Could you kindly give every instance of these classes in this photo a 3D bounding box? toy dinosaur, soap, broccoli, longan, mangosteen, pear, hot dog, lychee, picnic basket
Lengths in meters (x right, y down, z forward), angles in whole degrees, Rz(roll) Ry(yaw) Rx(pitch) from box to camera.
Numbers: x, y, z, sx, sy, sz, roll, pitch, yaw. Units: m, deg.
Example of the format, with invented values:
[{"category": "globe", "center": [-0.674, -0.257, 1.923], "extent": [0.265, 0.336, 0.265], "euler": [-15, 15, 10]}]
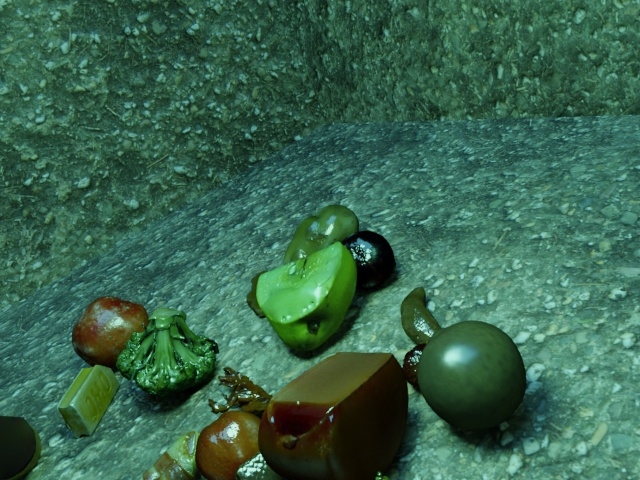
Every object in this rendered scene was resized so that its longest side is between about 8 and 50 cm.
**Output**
[{"category": "toy dinosaur", "center": [-0.195, 0.467, 1.633], "extent": [0.208, 0.097, 0.432], "euler": [-27, 27, -36]}, {"category": "soap", "center": [-0.757, 0.511, 1.913], "extent": [0.073, 0.140, 0.232], "euler": [-12, 26, 12]}, {"category": "broccoli", "center": [-0.500, 0.358, 1.869], "extent": [0.322, 0.283, 0.304], "euler": [7, 21, 14]}, {"category": "longan", "center": [0.346, 0.306, 1.352], "extent": [0.258, 0.258, 0.258], "euler": [-17, 25, 8]}, {"category": "mangosteen", "center": [0.158, 0.071, 2.061], "extent": [0.216, 0.216, 0.216], "euler": [-17, 25, 8]}, {"category": "pear", "center": [-0.031, 0.211, 1.869], "extent": [0.343, 0.238, 0.317], "euler": [-23, 37, 24]}, {"category": "hot dog", "center": [-0.383, 0.609, 1.486], "extent": [0.261, 0.093, 0.123], "euler": [-44, 39, -12]}, {"category": "lychee", "center": [0.271, 0.331, 1.519], "extent": [0.123, 0.123, 0.129], "euler": [-23, 37, -5]}, {"category": "picnic basket", "center": [-0.105, 0.560, 1.293], "extent": [0.110, 0.054, 0.193], "euler": [-30, 62, -23]}]

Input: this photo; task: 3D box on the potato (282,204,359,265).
[{"category": "potato", "center": [0.000, 0.001, 2.323], "extent": [0.351, 0.202, 0.218], "euler": [-40, 40, -10]}]

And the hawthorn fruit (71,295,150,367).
[{"category": "hawthorn fruit", "center": [-0.769, 0.341, 2.155], "extent": [0.285, 0.284, 0.284], "euler": [-17, 25, 8]}]

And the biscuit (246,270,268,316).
[{"category": "biscuit", "center": [-0.202, 0.196, 2.245], "extent": [0.184, 0.047, 0.320], "euler": [-25, 25, -15]}]

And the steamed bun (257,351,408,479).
[{"category": "steamed bun", "center": [0.046, 0.424, 1.330], "extent": [0.235, 0.248, 0.379], "euler": [-6, 10, 33]}]

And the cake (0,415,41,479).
[{"category": "cake", "center": [-0.954, 0.639, 1.785], "extent": [0.207, 0.185, 0.178], "euler": [-54, -1, -22]}]

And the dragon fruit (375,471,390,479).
[{"category": "dragon fruit", "center": [0.142, 0.546, 1.133], "extent": [0.172, 0.166, 0.160], "euler": [12, -15, 0]}]

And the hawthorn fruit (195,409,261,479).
[{"category": "hawthorn fruit", "center": [-0.196, 0.534, 1.428], "extent": [0.197, 0.196, 0.225], "euler": [-32, 55, -24]}]

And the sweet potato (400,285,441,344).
[{"category": "sweet potato", "center": [0.294, 0.238, 1.721], "extent": [0.114, 0.092, 0.341], "euler": [-4, 25, -4]}]
